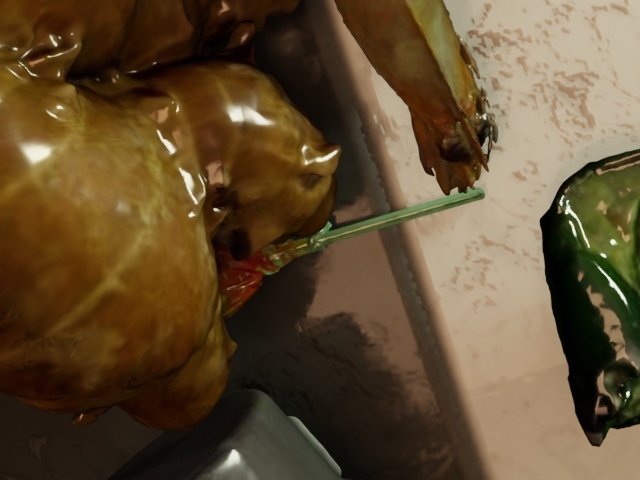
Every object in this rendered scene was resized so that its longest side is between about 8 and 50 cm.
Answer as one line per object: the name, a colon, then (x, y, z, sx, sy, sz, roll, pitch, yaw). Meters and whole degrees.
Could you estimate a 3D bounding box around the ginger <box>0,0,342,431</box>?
ginger: (-0.126, -0.066, 0.631, 0.152, 0.274, 0.357, -7, 94, 49)

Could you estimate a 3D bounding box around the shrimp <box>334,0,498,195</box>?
shrimp: (0.026, -0.126, 0.668, 0.053, 0.133, 0.236, -40, 114, -11)

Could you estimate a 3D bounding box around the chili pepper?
chili pepper: (0.250, 0.003, 0.651, 0.264, 0.116, 0.148, -18, 84, 14)

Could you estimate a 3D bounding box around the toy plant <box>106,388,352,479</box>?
toy plant: (0.034, 0.277, 0.702, 0.279, 0.185, 0.400, -35, 100, 7)

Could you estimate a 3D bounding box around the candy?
candy: (0.000, 0.000, 0.732, 0.201, 0.060, 0.060, -16, 96, 7)
